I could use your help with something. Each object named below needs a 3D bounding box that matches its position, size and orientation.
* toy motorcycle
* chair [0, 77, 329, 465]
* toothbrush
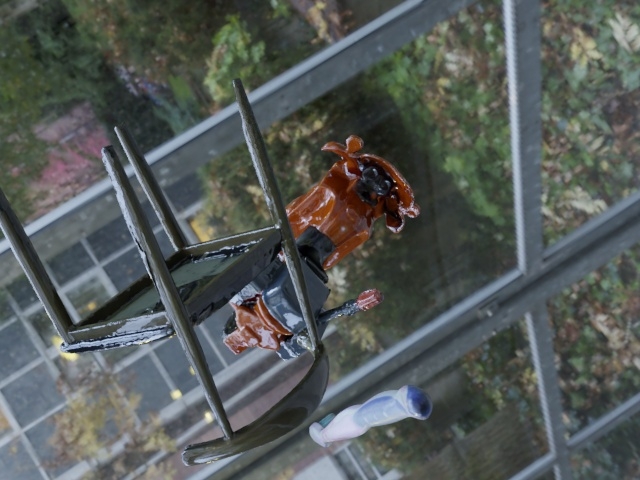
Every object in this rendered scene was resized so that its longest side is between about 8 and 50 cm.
[{"bbox_3d":[0.000,0.000,0.979,0.148,0.221,0.325,47,-138,-17],"label":"toy motorcycle"},{"bbox_3d":[-0.118,0.034,0.686,0.166,0.188,0.272,-12,109,37],"label":"chair"},{"bbox_3d":[0.026,0.115,0.521,0.021,0.027,0.269,44,160,3],"label":"toothbrush"}]
